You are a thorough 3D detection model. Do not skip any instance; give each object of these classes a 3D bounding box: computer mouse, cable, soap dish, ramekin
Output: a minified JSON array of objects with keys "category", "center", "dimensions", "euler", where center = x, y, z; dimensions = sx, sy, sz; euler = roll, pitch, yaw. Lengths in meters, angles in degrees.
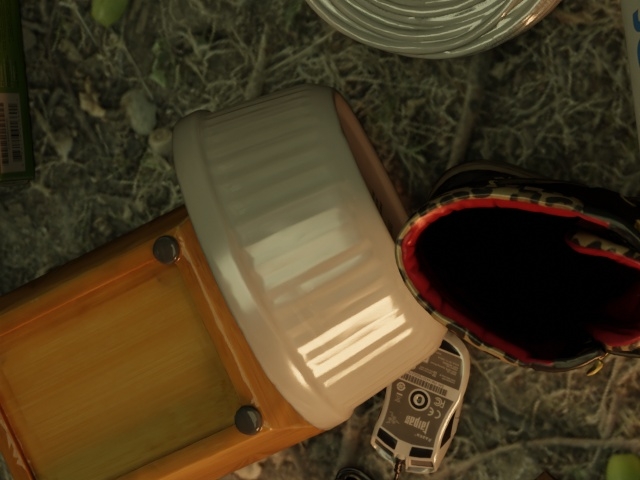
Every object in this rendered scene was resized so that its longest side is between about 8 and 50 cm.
[{"category":"computer mouse","center":[0.083,0.161,1.369],"dimensions":[0.106,0.042,0.193],"euler":[23,106,17]},{"category":"cable","center":[0.094,-0.276,1.305],"dimensions":[0.257,0.089,0.257],"euler":[-4,94,16]},{"category":"soap dish","center":[-0.163,0.115,1.383],"dimensions":[0.291,0.118,0.229],"euler":[-26,87,19]},{"category":"ramekin","center":[0.000,0.000,1.264],"dimensions":[0.127,0.273,0.273],"euler":[-26,88,8]}]

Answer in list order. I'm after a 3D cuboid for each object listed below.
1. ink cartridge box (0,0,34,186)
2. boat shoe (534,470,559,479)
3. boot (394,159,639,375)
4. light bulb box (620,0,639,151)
[{"category":"ink cartridge box","center":[-0.399,-0.134,1.441],"dimensions":[0.255,0.097,0.189],"euler":[-4,94,14]},{"category":"boat shoe","center":[0.251,0.248,1.317],"dimensions":[0.183,0.066,0.066],"euler":[23,91,8]},{"category":"boot","center":[0.237,0.036,1.189],"dimensions":[0.377,0.284,0.138],"euler":[21,99,11]},{"category":"light bulb box","center":[0.394,-0.192,1.018],"dimensions":[0.361,0.225,0.358],"euler":[-35,45,43]}]
